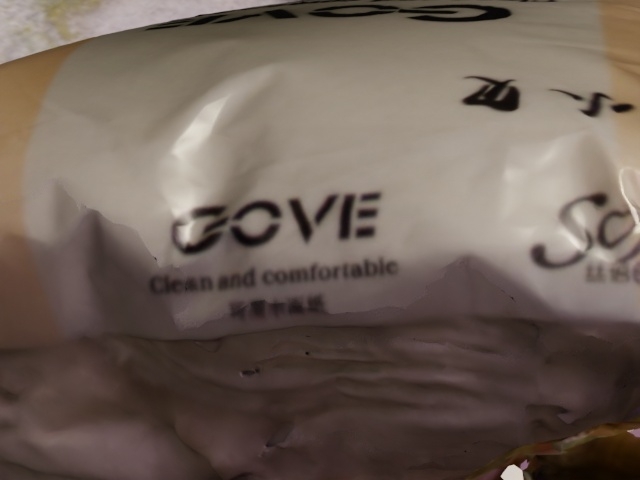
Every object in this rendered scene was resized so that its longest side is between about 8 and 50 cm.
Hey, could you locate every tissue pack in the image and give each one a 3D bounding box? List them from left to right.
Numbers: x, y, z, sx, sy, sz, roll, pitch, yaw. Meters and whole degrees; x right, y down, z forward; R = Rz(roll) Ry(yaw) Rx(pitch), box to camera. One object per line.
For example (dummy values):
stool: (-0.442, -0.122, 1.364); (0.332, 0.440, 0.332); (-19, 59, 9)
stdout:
tissue pack: (0.000, 0.000, 0.733); (0.375, 0.195, 0.390); (-8, 12, 17)

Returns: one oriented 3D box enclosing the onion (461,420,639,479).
onion: (0.049, 0.202, 0.468); (0.398, 0.420, 0.398); (13, 31, -8)

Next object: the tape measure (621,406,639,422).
tape measure: (0.165, 0.135, 0.752); (0.236, 0.120, 0.197); (32, 89, 26)
